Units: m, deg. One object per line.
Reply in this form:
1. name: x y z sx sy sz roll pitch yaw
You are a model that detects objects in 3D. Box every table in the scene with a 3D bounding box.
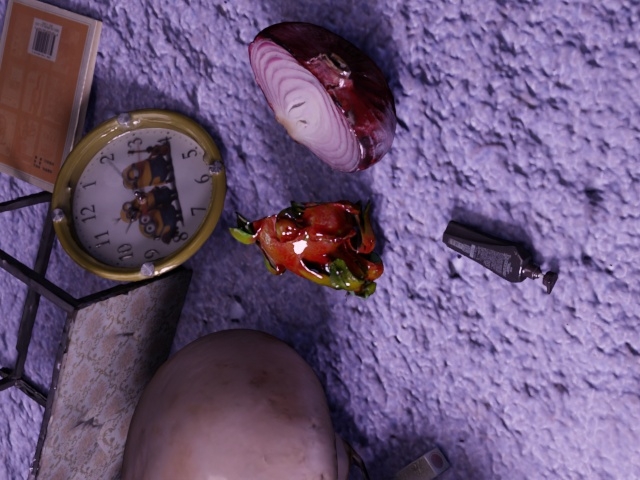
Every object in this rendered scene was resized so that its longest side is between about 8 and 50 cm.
1. table: -0.375 0.139 1.900 0.272 0.222 0.335 31 118 25

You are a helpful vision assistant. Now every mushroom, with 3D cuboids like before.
1. mushroom: -0.082 0.289 1.710 0.362 0.295 0.362 -171 90 -66

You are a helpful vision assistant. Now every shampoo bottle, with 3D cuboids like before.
1. shampoo bottle: 0.198 0.017 1.570 0.137 0.027 0.048 26 129 29

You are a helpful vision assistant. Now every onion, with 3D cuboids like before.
1. onion: 0.017 -0.177 1.602 0.206 0.098 0.151 52 149 12

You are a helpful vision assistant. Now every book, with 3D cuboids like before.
1. book: -0.379 -0.197 1.920 0.170 0.018 0.241 22 105 31

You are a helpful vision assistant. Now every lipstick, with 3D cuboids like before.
1. lipstick: 0.100 0.290 1.713 0.129 0.030 0.030 -40 78 40

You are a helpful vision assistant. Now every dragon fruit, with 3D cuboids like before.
1. dragon fruit: 0.000 0.000 1.644 0.142 0.138 0.175 -41 89 13

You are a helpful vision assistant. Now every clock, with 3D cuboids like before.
1. clock: -0.222 -0.053 1.793 0.237 0.057 0.237 -5 69 14
